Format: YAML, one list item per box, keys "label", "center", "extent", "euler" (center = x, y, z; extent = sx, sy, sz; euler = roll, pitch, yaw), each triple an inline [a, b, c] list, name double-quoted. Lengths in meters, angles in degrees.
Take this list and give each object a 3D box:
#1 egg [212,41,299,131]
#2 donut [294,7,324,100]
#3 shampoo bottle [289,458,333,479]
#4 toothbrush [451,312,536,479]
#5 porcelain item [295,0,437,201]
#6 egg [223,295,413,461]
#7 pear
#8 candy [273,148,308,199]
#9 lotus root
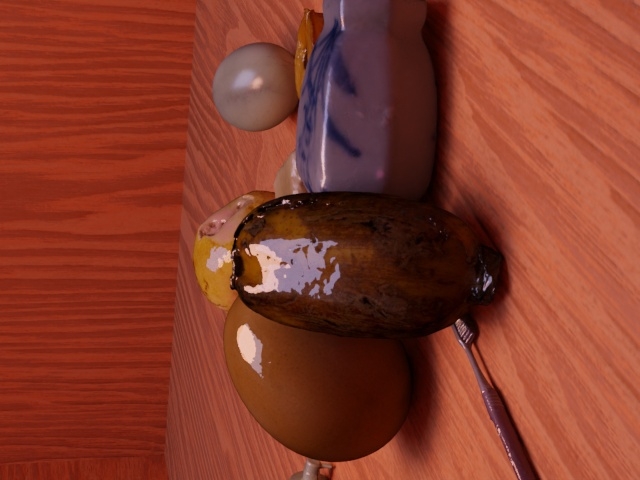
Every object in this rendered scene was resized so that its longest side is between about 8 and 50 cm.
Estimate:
- label: "egg"
  center: [-0.131, -0.329, 2.297]
  extent: [0.264, 0.182, 0.183]
  euler: [159, 110, -66]
- label: "donut"
  center: [0.001, -0.344, 2.035]
  extent: [0.190, 0.074, 0.174]
  euler: [118, 147, -67]
- label: "shampoo bottle"
  center: [-0.030, 0.543, 2.134]
  extent: [0.085, 0.085, 0.263]
  euler: [-120, 34, -60]
- label: "toothbrush"
  center: [0.224, 0.212, 1.347]
  extent: [0.354, 0.024, 0.029]
  euler: [-107, 32, -48]
- label: "porcelain item"
  center: [0.066, -0.163, 1.615]
  extent: [0.242, 0.178, 0.405]
  euler: [-135, 49, -70]
- label: "egg"
  center: [-0.007, 0.193, 1.652]
  extent: [0.250, 0.322, 0.250]
  euler: [-47, 10, 11]
- label: "pear"
  center: [-0.131, 0.023, 2.183]
  extent: [0.271, 0.271, 0.271]
  euler: [180, 90, -74]
- label: "candy"
  center: [0.000, 0.000, 1.933]
  extent: [0.179, 0.135, 0.321]
  euler: [146, 123, -73]
- label: "lotus root"
  center: [0.052, 0.034, 1.448]
  extent: [0.179, 0.397, 0.196]
  euler: [-38, -52, -57]
